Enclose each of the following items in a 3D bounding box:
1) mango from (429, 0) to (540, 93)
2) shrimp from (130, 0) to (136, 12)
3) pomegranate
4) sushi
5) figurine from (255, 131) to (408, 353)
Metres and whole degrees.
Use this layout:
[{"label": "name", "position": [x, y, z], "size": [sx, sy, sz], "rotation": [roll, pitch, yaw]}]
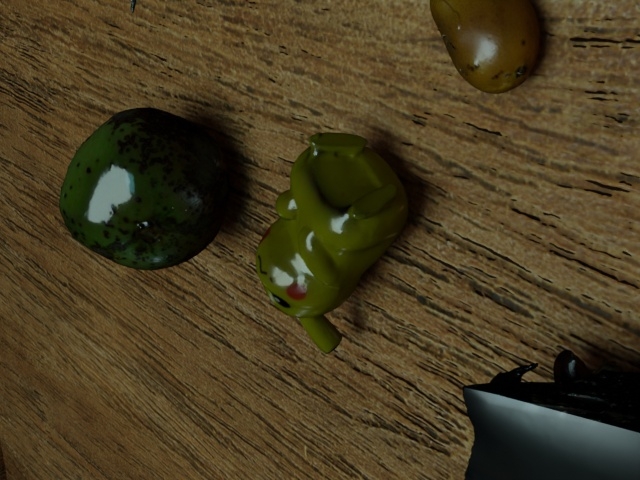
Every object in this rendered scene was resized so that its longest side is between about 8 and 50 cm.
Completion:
[{"label": "mango", "position": [0.177, -0.239, 0.807], "size": [0.105, 0.084, 0.159], "rotation": [-46, 71, 40]}, {"label": "shrimp", "position": [-0.223, -0.518, 1.077], "size": [0.172, 0.137, 0.372], "rotation": [43, 133, 50]}, {"label": "pomegranate", "position": [-0.299, -0.110, 1.274], "size": [0.341, 0.284, 0.285], "rotation": [-114, 29, -54]}, {"label": "sushi", "position": [0.289, 0.236, 0.784], "size": [0.215, 0.212, 0.227], "rotation": [10, 115, 36]}, {"label": "figurine", "position": [0.003, -0.005, 1.030], "size": [0.327, 0.169, 0.218], "rotation": [-55, 49, 41]}]
